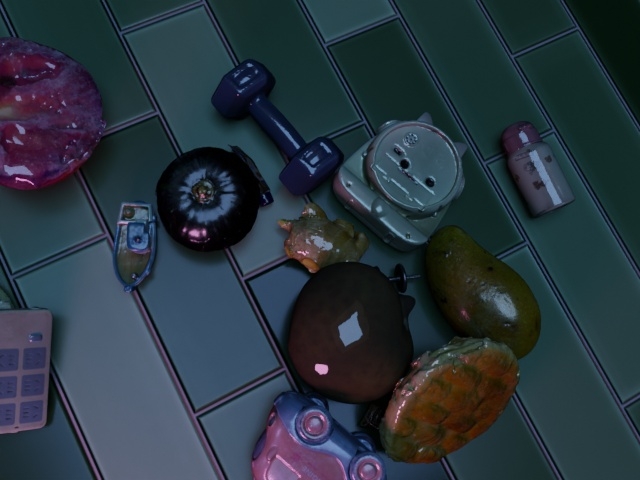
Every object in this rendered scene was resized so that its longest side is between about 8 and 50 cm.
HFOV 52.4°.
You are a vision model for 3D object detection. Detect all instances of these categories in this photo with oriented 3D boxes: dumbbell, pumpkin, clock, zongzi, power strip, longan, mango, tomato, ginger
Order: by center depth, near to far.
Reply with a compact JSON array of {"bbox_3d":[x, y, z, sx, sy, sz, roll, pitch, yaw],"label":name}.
[{"bbox_3d":[-0.607,0.255,1.302,0.118,0.046,0.270,3,90,-37],"label":"power strip"},{"bbox_3d":[0.068,0.190,1.366,0.300,0.243,0.300,-2,96,-26],"label":"longan"},{"bbox_3d":[-0.627,-0.249,1.403,0.290,0.176,0.335,-10,78,-32],"label":"tomato"},{"bbox_3d":[-0.244,-0.088,1.423,0.233,0.163,0.233,1,77,-6],"label":"pumpkin"},{"bbox_3d":[0.139,0.402,1.430,0.083,0.073,0.067,18,69,40],"label":"zongzi"},{"bbox_3d":[0.353,0.122,1.458,0.329,0.175,0.176,45,66,5],"label":"mango"},{"bbox_3d":[0.000,0.000,1.469,0.216,0.102,0.157,25,68,-2],"label":"ginger"},{"bbox_3d":[0.157,0.089,1.488,0.147,0.069,0.069,-7,78,-10],"label":"dumbbell"},{"bbox_3d":[-0.097,-0.258,1.493,0.325,0.160,0.144,49,44,5],"label":"dumbbell"},{"bbox_3d":[0.209,-0.161,1.533,0.265,0.108,0.324,39,75,2],"label":"clock"}]

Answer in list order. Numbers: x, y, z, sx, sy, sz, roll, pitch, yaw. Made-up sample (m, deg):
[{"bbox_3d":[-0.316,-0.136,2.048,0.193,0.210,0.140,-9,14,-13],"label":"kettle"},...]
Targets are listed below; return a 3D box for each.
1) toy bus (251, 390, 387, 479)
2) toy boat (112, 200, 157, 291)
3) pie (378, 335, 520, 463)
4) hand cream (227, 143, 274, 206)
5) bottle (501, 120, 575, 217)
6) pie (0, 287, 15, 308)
[{"bbox_3d":[-0.016,0.462,1.324,0.294,0.197,0.232,40,85,0],"label":"toy bus"},{"bbox_3d":[-0.406,0.007,1.409,0.088,0.102,0.215,3,77,-5],"label":"toy boat"},{"bbox_3d":[0.271,0.333,1.356,0.339,0.339,0.083,-26,40,-13],"label":"pie"},{"bbox_3d":[-0.160,-0.155,1.508,0.039,0.062,0.163,-30,88,17],"label":"hand cream"},{"bbox_3d":[0.520,-0.179,1.584,0.110,0.110,0.233,-22,81,-12],"label":"bottle"},{"bbox_3d":[-0.759,0.193,1.326,0.277,0.078,0.277,2,76,-7],"label":"pie"}]
